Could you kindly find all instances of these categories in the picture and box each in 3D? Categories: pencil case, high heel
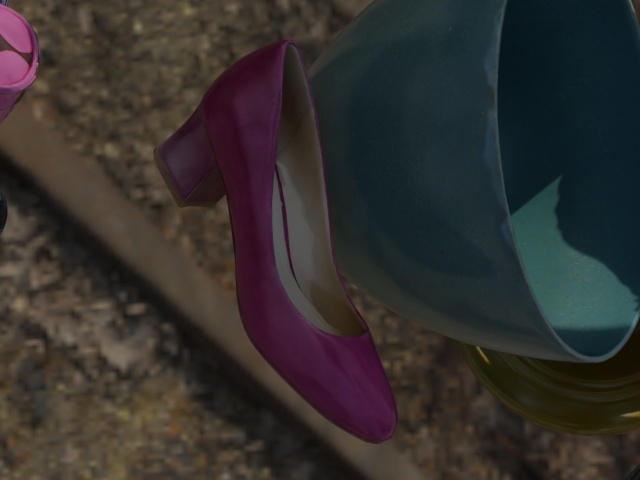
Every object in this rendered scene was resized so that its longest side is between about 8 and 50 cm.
[{"bbox_3d":[-0.307,-0.126,1.542,0.098,0.209,0.095,25,57,-17],"label":"pencil case"},{"bbox_3d":[0.000,0.000,1.127,0.082,0.117,0.244,1,53,-57],"label":"high heel"}]

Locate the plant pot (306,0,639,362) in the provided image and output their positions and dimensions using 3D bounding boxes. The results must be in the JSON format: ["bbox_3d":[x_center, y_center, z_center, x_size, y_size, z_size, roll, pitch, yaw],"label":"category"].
[{"bbox_3d":[0.091,-0.060,1.254,0.290,0.195,0.290,10,78,-60],"label":"plant pot"}]

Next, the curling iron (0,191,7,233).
[{"bbox_3d":[-0.247,-0.033,0.691,0.035,0.274,0.068,11,90,-76],"label":"curling iron"}]

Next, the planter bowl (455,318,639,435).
[{"bbox_3d":[0.213,0.035,1.433,0.090,0.217,0.217,-39,117,-68],"label":"planter bowl"}]

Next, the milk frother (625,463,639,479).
[{"bbox_3d":[0.228,0.161,1.051,0.135,0.143,0.129,74,37,-52],"label":"milk frother"}]
